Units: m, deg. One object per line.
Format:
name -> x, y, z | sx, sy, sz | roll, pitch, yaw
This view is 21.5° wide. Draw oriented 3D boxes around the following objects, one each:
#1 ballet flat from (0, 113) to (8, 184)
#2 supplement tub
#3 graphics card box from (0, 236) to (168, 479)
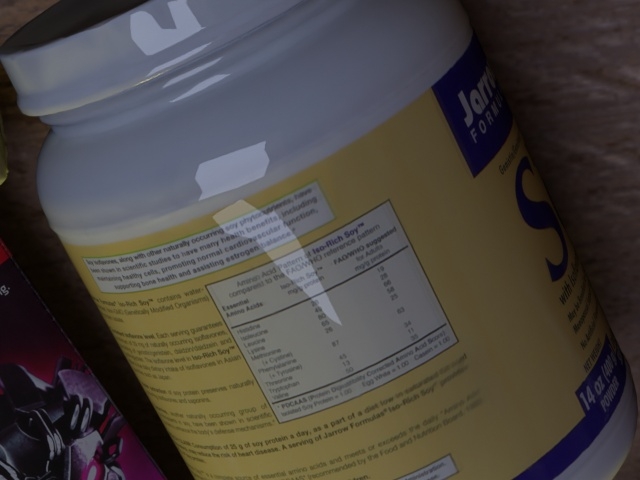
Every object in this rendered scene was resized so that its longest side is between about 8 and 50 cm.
ballet flat -> -0.364, -0.047, 1.030 | 0.409, 0.147, 0.147 | 7, 116, 14
supplement tub -> 0.000, 0.000, 0.888 | 0.241, 0.241, 0.331 | -20, 109, 21
graphics card box -> -0.209, 0.190, 1.037 | 0.371, 0.233, 0.094 | 59, 156, -16
